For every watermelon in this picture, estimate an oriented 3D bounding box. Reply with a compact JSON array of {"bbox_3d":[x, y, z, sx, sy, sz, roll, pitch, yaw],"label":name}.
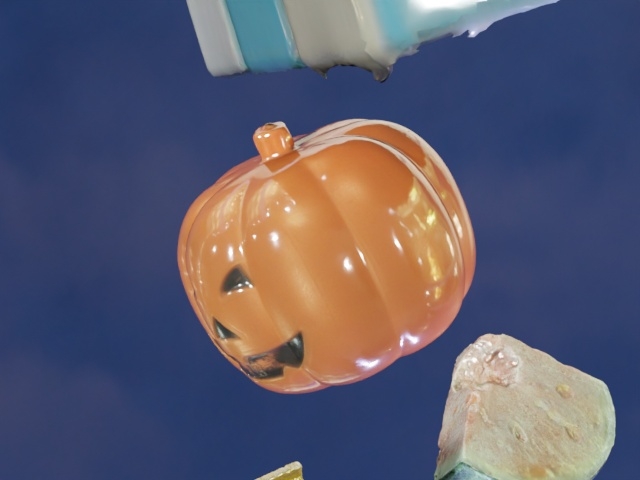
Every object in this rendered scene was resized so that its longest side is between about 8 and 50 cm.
[{"bbox_3d":[0.225,0.238,1.365,0.226,0.318,0.148,57,-48,18],"label":"watermelon"}]

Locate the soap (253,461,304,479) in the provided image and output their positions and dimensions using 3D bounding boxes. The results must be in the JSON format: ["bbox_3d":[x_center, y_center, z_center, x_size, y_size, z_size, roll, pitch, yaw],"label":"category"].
[{"bbox_3d":[-0.126,0.383,1.400,0.080,0.257,0.160,51,-62,17],"label":"soap"}]

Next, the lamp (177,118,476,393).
[{"bbox_3d":[0.000,0.000,0.689,0.187,0.187,0.164,-21,-77,20],"label":"lamp"}]

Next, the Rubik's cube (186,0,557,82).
[{"bbox_3d":[0.082,-0.291,0.548,0.346,0.347,0.344,-19,-77,-15],"label":"Rubik's cube"}]
